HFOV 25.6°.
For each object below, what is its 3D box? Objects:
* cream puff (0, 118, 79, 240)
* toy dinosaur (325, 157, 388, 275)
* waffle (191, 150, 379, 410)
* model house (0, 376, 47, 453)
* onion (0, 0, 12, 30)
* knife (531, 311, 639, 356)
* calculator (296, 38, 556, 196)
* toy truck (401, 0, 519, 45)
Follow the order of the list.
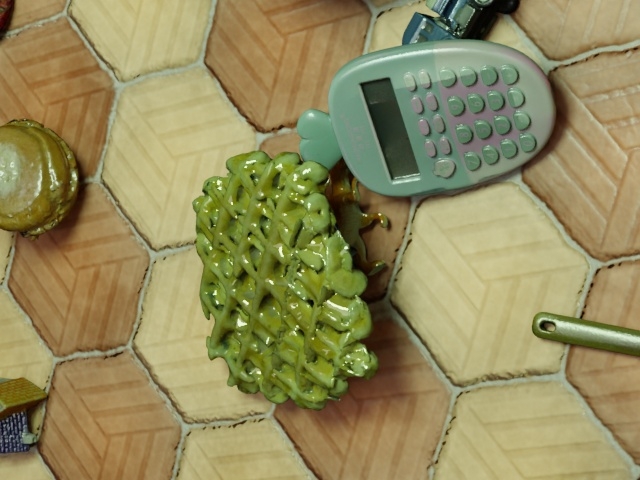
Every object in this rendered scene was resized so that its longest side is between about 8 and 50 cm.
[{"bbox_3d":[-0.389,-0.081,1.871,0.150,0.115,0.165,-16,75,22],"label":"cream puff"},{"bbox_3d":[0.001,-0.001,1.690,0.212,0.057,0.142,-42,65,19],"label":"toy dinosaur"},{"bbox_3d":[-0.055,0.050,1.662,0.297,0.073,0.317,-11,91,53],"label":"waffle"},{"bbox_3d":[-0.437,0.243,1.925,0.100,0.087,0.101,1,96,30],"label":"model house"},{"bbox_3d":[-0.503,-0.335,1.912,0.150,0.140,0.150,-3,80,16],"label":"onion"},{"bbox_3d":[0.386,0.107,1.494,0.343,0.027,0.061,11,93,28],"label":"knife"},{"bbox_3d":[0.114,-0.136,1.576,0.298,0.041,0.186,-9,122,20],"label":"calculator"},{"bbox_3d":[0.168,-0.277,1.575,0.088,0.074,0.202,38,109,23],"label":"toy truck"}]
